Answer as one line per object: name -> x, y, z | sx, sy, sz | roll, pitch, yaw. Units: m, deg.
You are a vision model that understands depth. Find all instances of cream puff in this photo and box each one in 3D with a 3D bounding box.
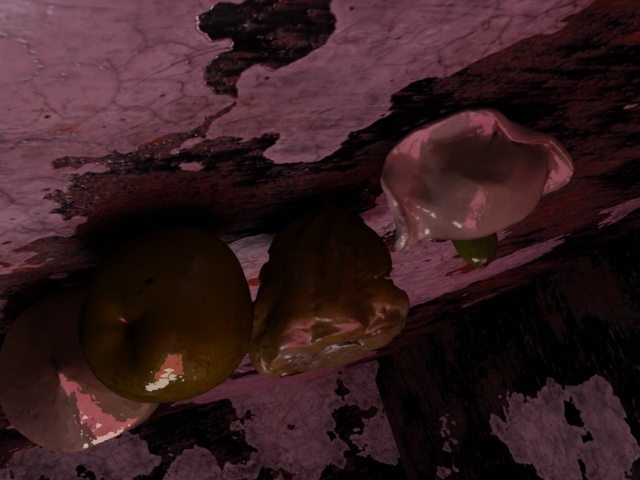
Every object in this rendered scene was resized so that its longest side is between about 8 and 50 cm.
cream puff -> -0.004, 0.087, 1.414 | 0.290, 0.257, 0.324 | -15, 162, -1

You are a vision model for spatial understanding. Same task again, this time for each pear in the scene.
pear -> -0.234, 0.116, 1.235 | 0.294, 0.294, 0.294 | -17, 165, -5

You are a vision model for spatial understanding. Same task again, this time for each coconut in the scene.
coconut -> -0.411, 0.224, 1.406 | 0.328, 0.329, 0.329 | -17, 165, -5

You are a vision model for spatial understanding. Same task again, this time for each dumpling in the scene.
dumpling -> 0.234, -0.116, 1.256 | 0.318, 0.187, 0.243 | -25, 126, -5

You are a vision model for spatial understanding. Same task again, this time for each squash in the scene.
squash -> 0.264, -0.036, 1.432 | 0.095, 0.188, 0.095 | -19, 165, -5

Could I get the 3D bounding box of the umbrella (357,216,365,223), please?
umbrella -> 0.000, 0.000, 1.532 | 0.188, 0.046, 0.050 | -18, 135, 5

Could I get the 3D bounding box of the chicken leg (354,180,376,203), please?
chicken leg -> 0.077, -0.081, 1.373 | 0.036, 0.021, 0.083 | -10, 161, 8

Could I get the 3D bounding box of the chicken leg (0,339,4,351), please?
chicken leg -> -0.599, 0.228, 1.582 | 0.101, 0.085, 0.207 | -39, 168, 18
